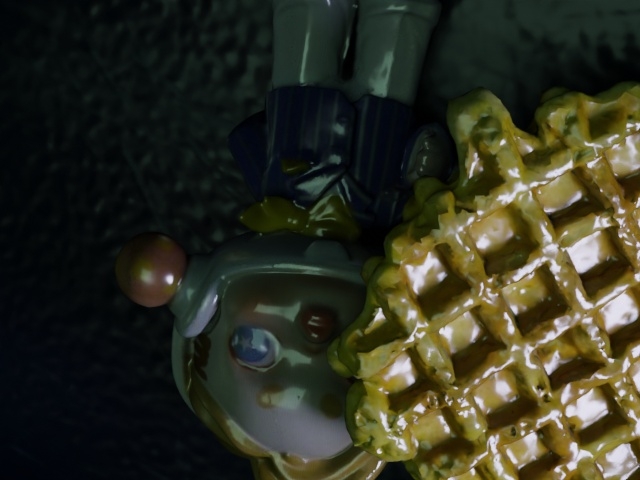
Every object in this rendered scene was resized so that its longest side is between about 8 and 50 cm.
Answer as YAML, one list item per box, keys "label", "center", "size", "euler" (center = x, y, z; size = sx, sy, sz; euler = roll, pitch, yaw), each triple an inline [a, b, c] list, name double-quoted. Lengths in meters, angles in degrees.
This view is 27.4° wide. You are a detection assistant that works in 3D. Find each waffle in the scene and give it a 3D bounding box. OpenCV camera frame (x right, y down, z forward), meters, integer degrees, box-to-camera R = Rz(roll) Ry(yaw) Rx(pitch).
- label: "waffle"
  center: [0.130, 0.040, 0.631]
  size: [0.237, 0.059, 0.243]
  euler: [14, 102, -20]

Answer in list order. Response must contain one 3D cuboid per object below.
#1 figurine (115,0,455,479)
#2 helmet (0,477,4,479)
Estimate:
- label: "figurine"
  center: [-0.010, -0.005, 0.685]
  size: [0.193, 0.133, 0.274]
  euler: [-14, 96, -3]
- label: "helmet"
  center: [-0.221, 0.188, 0.829]
  size: [0.123, 0.070, 0.098]
  euler: [27, 102, 2]
